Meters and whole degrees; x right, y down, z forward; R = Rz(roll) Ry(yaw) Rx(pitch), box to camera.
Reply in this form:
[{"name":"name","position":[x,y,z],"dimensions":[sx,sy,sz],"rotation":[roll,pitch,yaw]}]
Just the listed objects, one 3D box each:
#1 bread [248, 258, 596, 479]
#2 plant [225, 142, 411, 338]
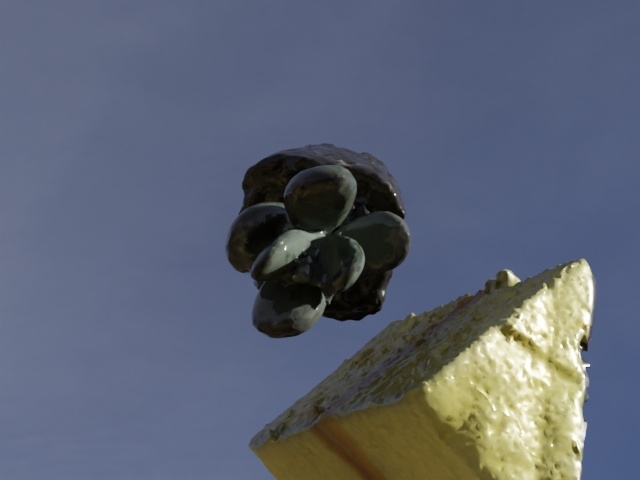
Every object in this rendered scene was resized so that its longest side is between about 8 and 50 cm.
[{"name":"bread","position":[0.126,0.149,1.123],"dimensions":[0.198,0.236,0.263],"rotation":[52,-38,-8]},{"name":"plant","position":[0.000,0.002,1.088],"dimensions":[0.149,0.146,0.274],"rotation":[2,8,5]}]
